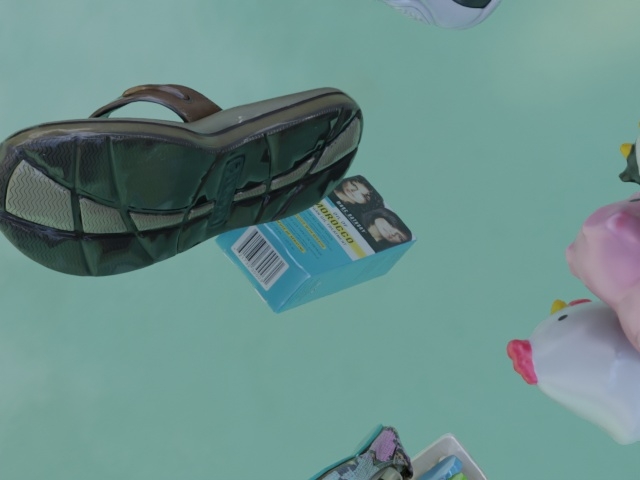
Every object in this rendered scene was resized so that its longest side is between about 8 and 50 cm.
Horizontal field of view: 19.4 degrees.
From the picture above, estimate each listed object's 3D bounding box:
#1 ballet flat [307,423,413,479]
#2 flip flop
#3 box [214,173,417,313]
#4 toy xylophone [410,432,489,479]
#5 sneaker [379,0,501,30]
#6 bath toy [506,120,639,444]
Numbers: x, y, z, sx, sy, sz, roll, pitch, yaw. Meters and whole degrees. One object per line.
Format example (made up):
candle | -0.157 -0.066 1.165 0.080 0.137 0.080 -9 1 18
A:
ballet flat | 0.038 0.240 1.797 0.079 0.077 0.221 46 25 9
flip flop | -0.090 -0.054 1.133 0.277 0.112 0.080 -17 51 -41
box | 0.000 0.000 1.921 0.100 0.060 0.244 50 28 12
toy xylophone | 0.078 0.328 1.801 0.236 0.322 0.081 -42 101 12
sneaker | 0.069 -0.245 1.317 0.269 0.153 0.101 11 34 -46
bath toy | 0.235 0.014 1.315 0.129 0.348 0.151 11 52 -10
